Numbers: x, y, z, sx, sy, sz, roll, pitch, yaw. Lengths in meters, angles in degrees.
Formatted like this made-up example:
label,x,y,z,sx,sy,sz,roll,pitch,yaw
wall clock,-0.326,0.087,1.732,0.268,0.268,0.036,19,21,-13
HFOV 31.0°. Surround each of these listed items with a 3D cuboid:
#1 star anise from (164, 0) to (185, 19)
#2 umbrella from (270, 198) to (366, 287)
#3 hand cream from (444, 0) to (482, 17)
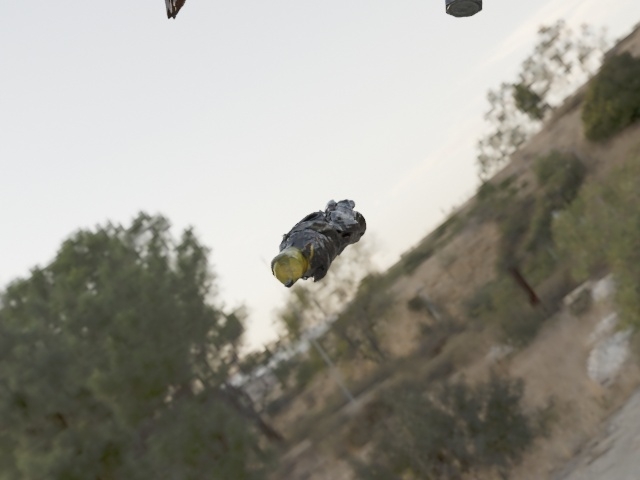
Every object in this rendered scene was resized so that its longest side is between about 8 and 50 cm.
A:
label,x,y,z,sx,sy,sz,roll,pitch,yaw
star anise,-0.107,-0.277,0.885,0.144,0.140,0.158,7,66,55
umbrella,0.000,0.000,0.763,0.144,0.037,0.040,-40,-33,-70
hand cream,0.153,-0.382,1.315,0.091,0.271,0.058,1,-19,-7
